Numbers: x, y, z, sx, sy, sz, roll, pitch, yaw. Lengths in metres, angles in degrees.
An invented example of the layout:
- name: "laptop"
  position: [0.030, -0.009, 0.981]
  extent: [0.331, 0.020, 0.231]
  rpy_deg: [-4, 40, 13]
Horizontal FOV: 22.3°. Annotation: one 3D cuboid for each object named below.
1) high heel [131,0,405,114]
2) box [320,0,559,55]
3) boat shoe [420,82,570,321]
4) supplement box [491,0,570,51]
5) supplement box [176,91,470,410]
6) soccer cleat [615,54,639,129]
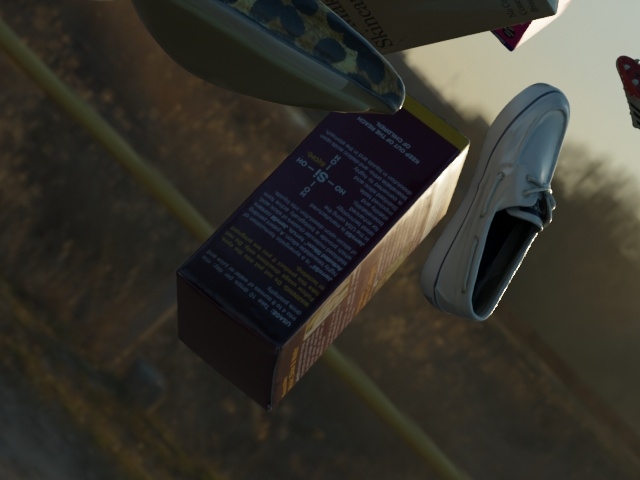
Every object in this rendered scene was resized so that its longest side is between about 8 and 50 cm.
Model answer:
- name: "high heel"
  position: [-0.039, -0.179, 0.794]
  extent: [0.261, 0.186, 0.093]
  rpy_deg: [29, -19, 11]
- name: "box"
  position: [0.041, -0.247, 1.394]
  extent: [0.148, 0.311, 0.121]
  rpy_deg: [48, 43, -40]
- name: "boat shoe"
  position: [0.198, -0.035, 1.653]
  extent: [0.095, 0.258, 0.084]
  rpy_deg: [24, 1, -40]
- name: "supplement box"
  position: [0.255, -0.341, 1.886]
  extent: [0.111, 0.114, 0.220]
  rpy_deg: [45, -34, 10]
- name: "supplement box"
  position: [0.000, 0.000, 1.011]
  extent: [0.081, 0.188, 0.104]
  rpy_deg: [37, -24, 13]
- name: "soccer cleat"
  position: [0.256, -0.109, 1.297]
  extent: [0.083, 0.029, 0.035]
  rpy_deg: [55, -38, 0]
